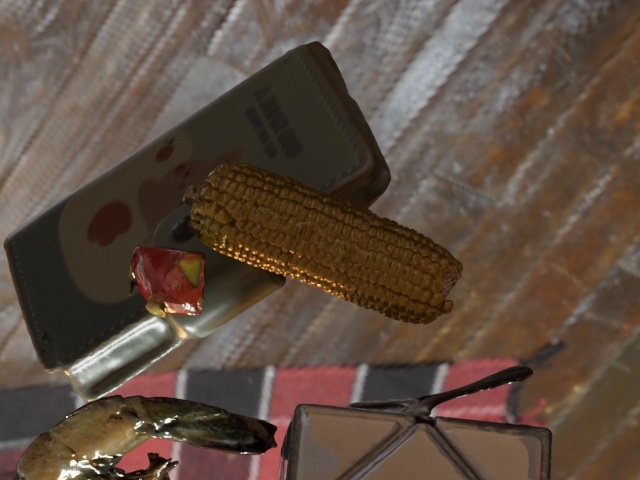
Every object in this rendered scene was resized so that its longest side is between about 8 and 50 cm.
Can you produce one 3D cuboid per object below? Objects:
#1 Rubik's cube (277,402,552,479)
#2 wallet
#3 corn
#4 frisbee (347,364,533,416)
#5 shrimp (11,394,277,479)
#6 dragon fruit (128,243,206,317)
[{"bbox_3d":[0.063,0.253,1.207,0.207,0.205,0.205,8,163,-3],"label":"Rubik's cube"},{"bbox_3d":[-0.110,-0.020,1.368,0.360,0.252,0.083,-33,132,5],"label":"wallet"},{"bbox_3d":[0.000,0.000,1.199,0.238,0.080,0.080,19,125,13],"label":"corn"},{"bbox_3d":[0.095,0.166,1.564,0.211,0.187,0.012,-17,95,-45],"label":"frisbee"},{"bbox_3d":[-0.111,0.266,1.643,0.445,0.085,0.272,2,126,-2],"label":"shrimp"},{"bbox_3d":[-0.125,0.033,1.218,0.060,0.083,0.056,6,91,-13],"label":"dragon fruit"}]
